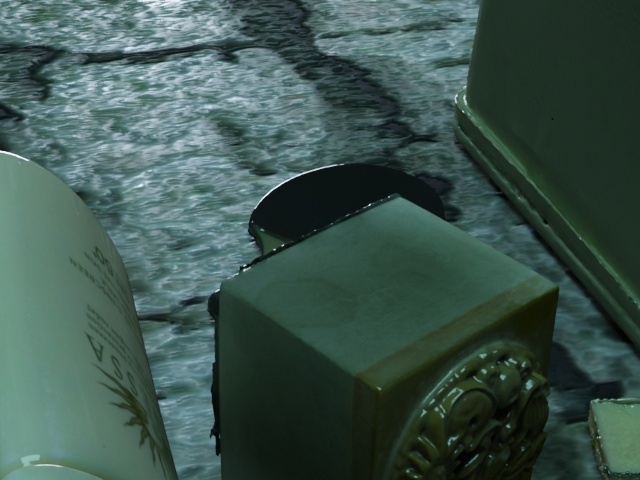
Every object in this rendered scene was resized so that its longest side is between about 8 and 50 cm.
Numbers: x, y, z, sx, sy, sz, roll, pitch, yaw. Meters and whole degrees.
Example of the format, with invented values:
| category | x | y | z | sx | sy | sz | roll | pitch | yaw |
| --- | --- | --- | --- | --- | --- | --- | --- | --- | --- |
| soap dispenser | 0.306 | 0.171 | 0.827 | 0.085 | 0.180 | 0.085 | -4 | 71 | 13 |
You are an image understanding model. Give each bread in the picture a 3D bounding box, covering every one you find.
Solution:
| category | x | y | z | sx | sy | sz | roll | pitch | yaw |
| --- | --- | --- | --- | --- | --- | --- | --- | --- | --- |
| bread | 0.236 | 0.122 | 0.833 | 0.153 | 0.028 | 0.068 | 0 | 36 | -2 |

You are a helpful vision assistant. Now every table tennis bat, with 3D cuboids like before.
| category | x | y | z | sx | sy | sz | roll | pitch | yaw |
| --- | --- | --- | --- | --- | --- | --- | --- | --- | --- |
| table tennis bat | 0.000 | 0.000 | 0.996 | 0.130 | 0.019 | 0.220 | 24 | 40 | 29 |

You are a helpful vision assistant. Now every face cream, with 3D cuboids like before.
| category | x | y | z | sx | sy | sz | roll | pitch | yaw |
| --- | --- | --- | --- | --- | --- | --- | --- | --- | --- |
| face cream | -0.123 | 0.106 | 0.720 | 0.081 | 0.173 | 0.348 | -27 | 39 | 2 |

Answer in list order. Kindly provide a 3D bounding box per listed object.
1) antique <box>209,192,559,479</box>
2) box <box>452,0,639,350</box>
| category | x | y | z | sx | sy | sz | roll | pitch | yaw |
| --- | --- | --- | --- | --- | --- | --- | --- | --- | --- |
| antique | 0.039 | 0.086 | 0.769 | 0.146 | 0.152 | 0.148 | -27 | 43 | -37 |
| box | 0.248 | -0.154 | 0.948 | 0.177 | 0.344 | 0.352 | -9 | 37 | -19 |
